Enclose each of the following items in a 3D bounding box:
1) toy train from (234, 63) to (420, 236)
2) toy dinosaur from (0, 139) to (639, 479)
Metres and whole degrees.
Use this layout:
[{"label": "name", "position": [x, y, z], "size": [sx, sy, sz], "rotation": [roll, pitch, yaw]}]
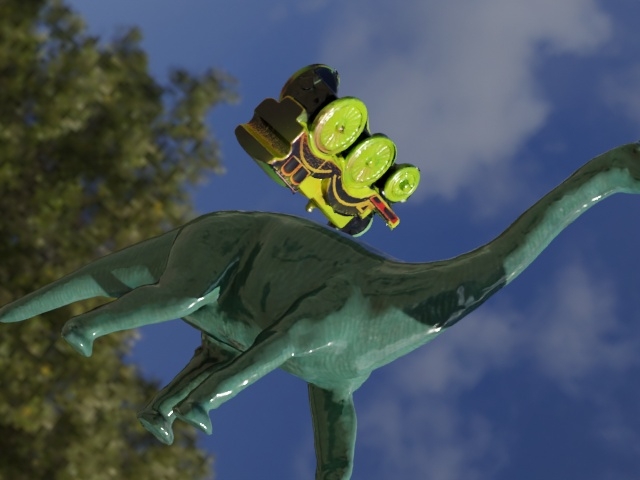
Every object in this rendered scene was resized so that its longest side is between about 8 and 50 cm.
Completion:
[{"label": "toy train", "position": [0.018, -0.101, 2.116], "size": [0.160, 0.296, 0.100], "rotation": [-45, -128, 1]}, {"label": "toy dinosaur", "position": [0.000, 0.000, 1.130], "size": [0.383, 0.129, 0.331], "rotation": [27, -111, 36]}]
